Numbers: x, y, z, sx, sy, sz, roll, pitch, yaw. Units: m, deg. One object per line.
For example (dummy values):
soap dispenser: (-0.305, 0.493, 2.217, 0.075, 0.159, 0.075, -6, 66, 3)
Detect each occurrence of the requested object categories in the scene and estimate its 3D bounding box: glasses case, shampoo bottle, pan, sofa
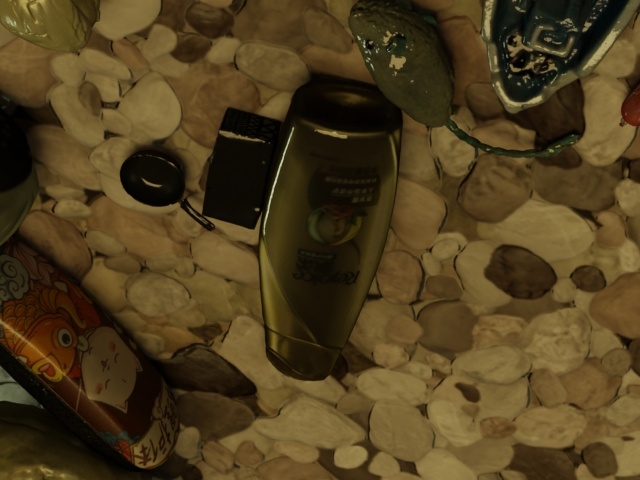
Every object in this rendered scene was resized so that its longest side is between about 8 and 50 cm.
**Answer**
glasses case: (-0.270, 0.124, 1.918, 0.082, 0.122, 0.321, -29, 118, 27)
shampoo bottle: (0.000, 0.000, 1.770, 0.125, 0.084, 0.350, 9, 133, -4)
pan: (-0.151, -0.051, 1.803, 0.115, 0.023, 0.068, 40, 127, -16)
sofa: (-0.079, -0.070, 1.760, 0.060, 0.039, 0.118, 14, 131, 0)

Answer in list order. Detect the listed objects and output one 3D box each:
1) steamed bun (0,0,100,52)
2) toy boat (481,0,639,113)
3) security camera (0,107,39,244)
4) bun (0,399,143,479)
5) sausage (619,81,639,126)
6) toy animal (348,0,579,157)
steamed bun: (-0.257, -0.234, 1.615, 0.091, 0.112, 0.130, -1, 136, 13)
toy boat: (0.212, -0.227, 1.483, 0.129, 0.142, 0.309, 19, 132, -3)
security camera: (-0.419, -0.076, 1.750, 0.277, 0.197, 0.191, 24, 122, -15)
bun: (-0.336, 0.291, 2.010, 0.364, 0.202, 0.364, 18, 165, 5)
sausage: (0.337, -0.184, 1.561, 0.034, 0.034, 0.253, 27, 130, -9)
toy animal: (0.121, -0.133, 1.640, 0.253, 0.070, 0.079, 37, 145, -21)
